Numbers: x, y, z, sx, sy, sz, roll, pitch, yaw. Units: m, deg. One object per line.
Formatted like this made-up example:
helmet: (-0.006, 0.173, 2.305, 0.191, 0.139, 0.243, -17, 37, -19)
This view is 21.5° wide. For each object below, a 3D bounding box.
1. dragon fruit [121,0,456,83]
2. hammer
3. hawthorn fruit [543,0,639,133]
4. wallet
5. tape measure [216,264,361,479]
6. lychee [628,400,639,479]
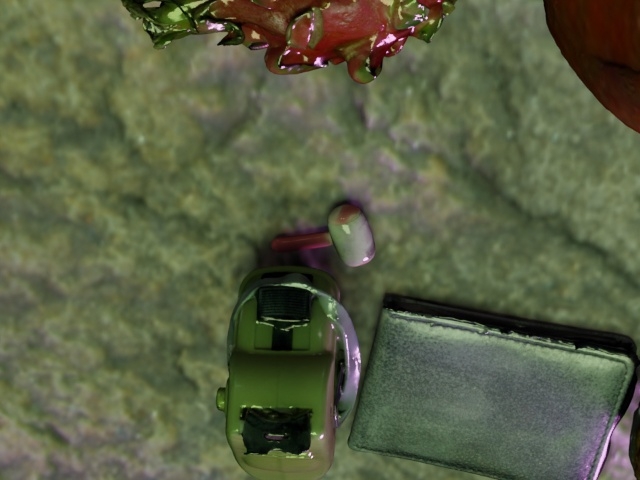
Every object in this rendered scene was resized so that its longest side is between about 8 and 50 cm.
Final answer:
dragon fruit: (-0.016, -0.180, 1.142, 0.236, 0.137, 0.135, -6, 121, 13)
hammer: (0.000, 0.000, 1.332, 0.083, 0.031, 0.052, -9, 120, 19)
hawthorn fruit: (0.303, -0.162, 1.064, 0.307, 0.276, 0.276, 24, 126, -36)
wallet: (0.144, 0.132, 1.407, 0.222, 0.036, 0.167, 11, 126, 0)
tape measure: (-0.022, 0.106, 1.316, 0.106, 0.175, 0.200, 2, 159, 5)
lychee: (0.332, 0.173, 1.345, 0.171, 0.171, 0.171, 3, 125, 4)
